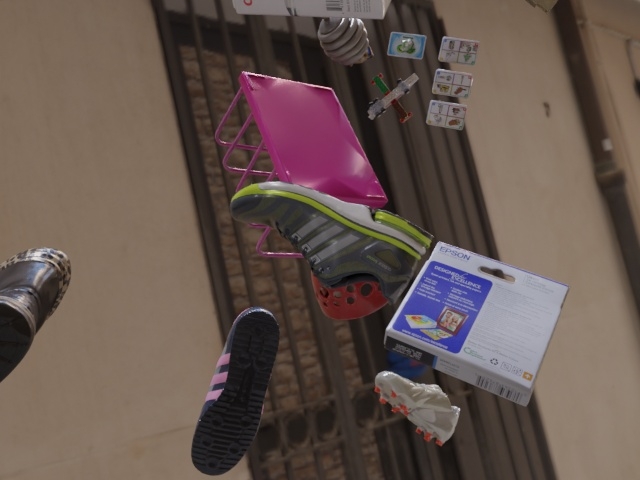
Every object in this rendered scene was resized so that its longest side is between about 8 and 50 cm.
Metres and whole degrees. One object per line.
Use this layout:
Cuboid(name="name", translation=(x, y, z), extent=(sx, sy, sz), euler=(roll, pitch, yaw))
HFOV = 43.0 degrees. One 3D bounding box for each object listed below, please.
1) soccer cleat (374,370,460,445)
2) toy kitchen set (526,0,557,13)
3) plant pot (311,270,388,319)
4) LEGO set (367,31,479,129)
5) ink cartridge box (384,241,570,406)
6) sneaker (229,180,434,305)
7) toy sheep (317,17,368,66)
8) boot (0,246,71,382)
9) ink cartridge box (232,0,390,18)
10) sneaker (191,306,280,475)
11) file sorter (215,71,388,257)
Cuboid(name="soccer cleat", translation=(0.153, 0.248, 1.276), extent=(0.068, 0.076, 0.196), euler=(8, -31, 50))
Cuboid(name="toy kitchen set", translation=(0.513, -0.576, 1.870), extent=(0.075, 0.083, 0.068), euler=(-50, -3, 12))
Cuboid(name="plant pot", translation=(0.064, 0.065, 1.895), extent=(0.191, 0.174, 0.191), euler=(-17, 29, 10))
Cuboid(name="LEGO set", translation=(0.194, -0.332, 1.679), extent=(0.244, 0.182, 0.060), euler=(11, 3, 17))
Cuboid(name="ink cartridge box", translation=(0.328, 0.160, 1.680), extent=(0.303, 0.072, 0.307), euler=(20, 43, 18))
Cuboid(name="sneaker", translation=(0.000, 0.000, 1.141), extent=(0.300, 0.121, 0.111), euler=(16, -9, 20))
Cuboid(name="toy sheep", translation=(0.038, -0.353, 1.398), extent=(0.091, 0.091, 0.132), euler=(-19, -44, 39))
Cuboid(name="boot", translation=(-0.564, 0.173, 1.306), extent=(0.377, 0.138, 0.284), euler=(-42, 16, 15))
Cuboid(name="ink cartridge box", translation=(-0.016, -0.432, 1.213), extent=(0.237, 0.100, 0.172), euler=(6, -47, 14))
Cuboid(name="sneaker", translation=(-0.151, 0.274, 1.506), extent=(0.112, 0.319, 0.131), euler=(22, 3, -7))
Cuboid(name="file sorter", translation=(-0.052, -0.130, 1.489), extent=(0.202, 0.291, 0.182), euler=(3, -40, -35))
